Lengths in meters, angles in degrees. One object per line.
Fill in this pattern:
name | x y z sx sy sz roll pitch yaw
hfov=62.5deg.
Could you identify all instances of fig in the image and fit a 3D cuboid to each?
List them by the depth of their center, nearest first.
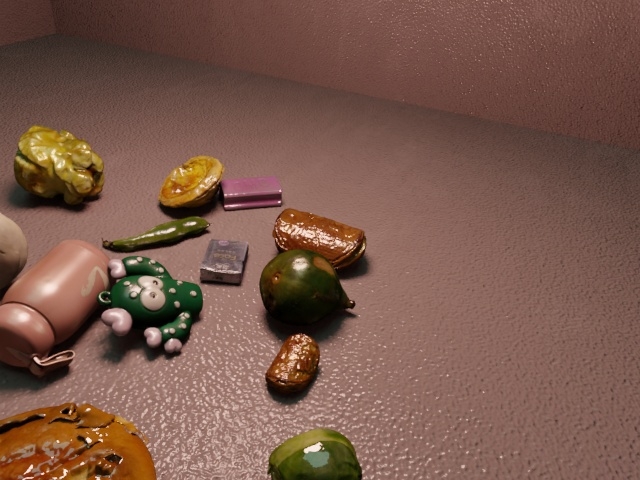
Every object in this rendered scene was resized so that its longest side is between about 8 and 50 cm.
fig | -0.028 0.130 1.314 0.245 0.195 0.195 31 22 -29

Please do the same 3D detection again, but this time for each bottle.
bottle | -0.595 0.151 1.188 0.206 0.173 0.296 38 33 -11

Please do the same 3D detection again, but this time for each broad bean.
broad bean | -0.479 -0.023 1.558 0.318 0.055 0.098 -10 37 -18

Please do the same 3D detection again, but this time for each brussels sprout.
brussels sprout | -0.002 0.392 0.880 0.146 0.183 0.131 -27 45 -9

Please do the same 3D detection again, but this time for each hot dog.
hot dog | -0.060 0.275 1.160 0.099 0.065 0.147 16 46 15
hot dog | 0.000 0.000 1.536 0.273 0.122 0.196 17 37 9

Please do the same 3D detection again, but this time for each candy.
candy | -0.853 0.027 1.231 0.296 0.295 0.185 -21 56 -34

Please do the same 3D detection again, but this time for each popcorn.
popcorn | -0.819 -0.232 1.677 0.277 0.225 0.276 13 27 -7

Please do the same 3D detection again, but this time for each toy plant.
toy plant | -0.400 0.143 1.240 0.243 0.112 0.232 25 37 -19

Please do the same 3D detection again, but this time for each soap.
soap | -0.238 -0.163 1.793 0.203 0.065 0.122 -7 35 -18

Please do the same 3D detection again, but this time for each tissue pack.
tissue pack | -0.266 0.056 1.471 0.113 0.051 0.156 5 33 -2

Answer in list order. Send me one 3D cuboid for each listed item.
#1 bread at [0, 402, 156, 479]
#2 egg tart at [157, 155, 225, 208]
bread | -0.419 0.424 0.765 0.337 0.204 0.358 11 37 4
egg tart | -0.413 -0.179 1.726 0.241 0.106 0.241 -17 42 16
